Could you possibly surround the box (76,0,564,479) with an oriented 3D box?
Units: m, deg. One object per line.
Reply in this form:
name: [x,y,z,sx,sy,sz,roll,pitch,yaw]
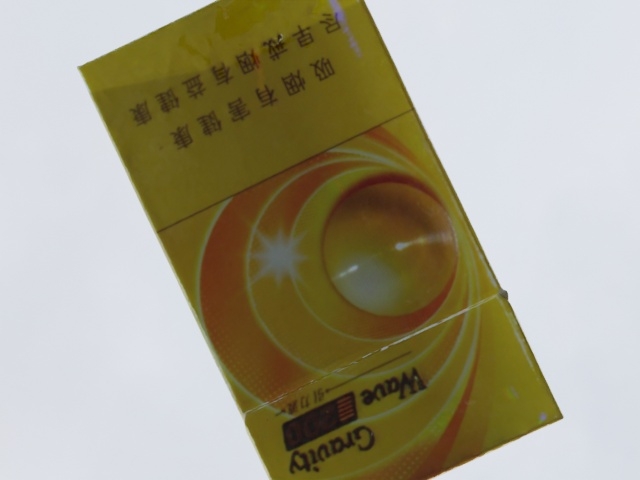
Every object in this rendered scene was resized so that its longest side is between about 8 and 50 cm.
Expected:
box: [0.000,0.000,0.959,0.152,0.043,0.269,-25,-92,5]
